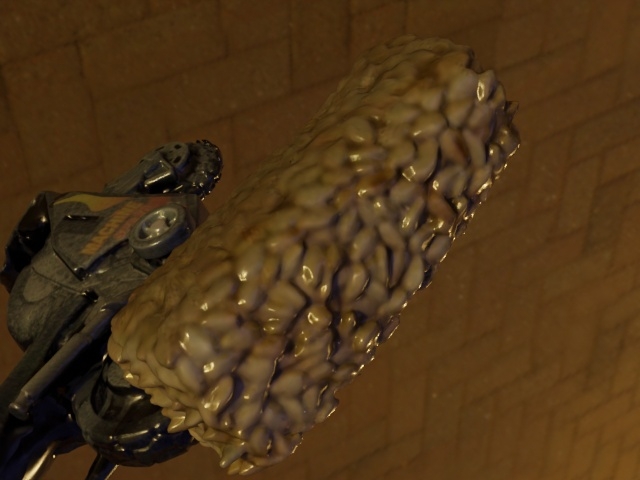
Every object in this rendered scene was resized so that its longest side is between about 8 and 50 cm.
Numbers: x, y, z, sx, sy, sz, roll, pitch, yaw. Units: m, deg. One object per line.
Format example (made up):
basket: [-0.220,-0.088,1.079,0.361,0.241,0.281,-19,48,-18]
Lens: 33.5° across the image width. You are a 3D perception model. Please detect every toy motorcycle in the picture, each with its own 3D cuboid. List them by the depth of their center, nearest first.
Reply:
toy motorcycle: [-0.136,0.038,0.689,0.173,0.307,0.108,-21,125,10]

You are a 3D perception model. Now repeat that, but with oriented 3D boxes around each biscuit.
biscuit: [0.000,0.000,0.374,0.168,0.082,0.070,-49,118,-15]
